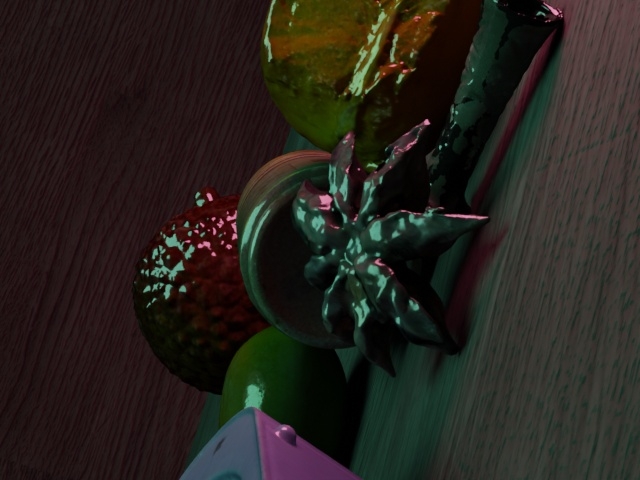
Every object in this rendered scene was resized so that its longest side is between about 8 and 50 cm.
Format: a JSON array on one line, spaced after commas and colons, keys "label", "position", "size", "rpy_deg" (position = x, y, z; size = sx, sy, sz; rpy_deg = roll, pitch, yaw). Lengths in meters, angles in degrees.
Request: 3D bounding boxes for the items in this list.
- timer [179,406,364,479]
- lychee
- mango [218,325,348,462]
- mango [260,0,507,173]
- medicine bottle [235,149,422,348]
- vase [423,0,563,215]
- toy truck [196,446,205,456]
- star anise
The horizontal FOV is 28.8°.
[{"label": "timer", "position": [-0.103, 0.288, 0.704], "size": [0.395, 0.173, 0.395], "rpy_deg": [-52, 9, 11]}, {"label": "lychee", "position": [-0.108, 0.060, 1.542], "size": [0.260, 0.260, 0.261], "rpy_deg": [-162, 90, -84]}, {"label": "mango", "position": [-0.034, 0.191, 1.123], "size": [0.156, 0.114, 0.251], "rpy_deg": [133, 145, -51]}, {"label": "mango", "position": [0.076, -0.230, 1.019], "size": [0.199, 0.201, 0.350], "rpy_deg": [-1, 60, 55]}, {"label": "medicine bottle", "position": [0.000, 0.000, 1.137], "size": [0.322, 0.151, 0.151], "rpy_deg": [-124, 52, -82]}, {"label": "vase", "position": [0.110, -0.094, 0.881], "size": [0.059, 0.059, 0.167], "rpy_deg": [-83, 13, -60]}, {"label": "toy truck", "position": [-0.143, 0.377, 1.627], "size": [0.116, 0.085, 0.191], "rpy_deg": [108, 174, -50]}, {"label": "star anise", "position": [0.039, 0.001, 0.876], "size": [0.181, 0.061, 0.205], "rpy_deg": [-48, 51, 36]}]
